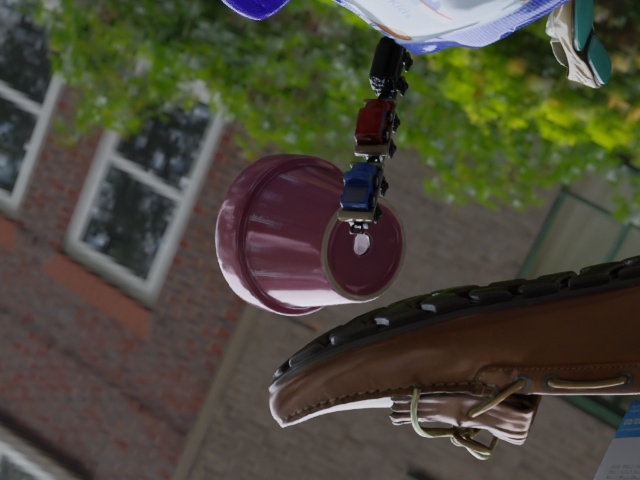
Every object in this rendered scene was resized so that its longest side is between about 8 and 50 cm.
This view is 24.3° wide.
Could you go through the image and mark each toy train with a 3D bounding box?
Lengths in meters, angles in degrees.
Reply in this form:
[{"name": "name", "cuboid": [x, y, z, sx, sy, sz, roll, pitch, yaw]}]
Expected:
[{"name": "toy train", "cuboid": [0.038, -0.075, 1.009, 0.027, 0.036, 0.158, 3, -120, 17]}]

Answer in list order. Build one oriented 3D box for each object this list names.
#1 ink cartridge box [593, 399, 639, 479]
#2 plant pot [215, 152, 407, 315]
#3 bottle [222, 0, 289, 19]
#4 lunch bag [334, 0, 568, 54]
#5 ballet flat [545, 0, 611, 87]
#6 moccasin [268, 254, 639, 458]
[{"name": "ink cartridge box", "cuboid": [0.232, 0.212, 1.031, 0.104, 0.181, 0.061, 42, 153, -19]}, {"name": "plant pot", "cuboid": [0.000, 0.000, 1.809, 0.201, 0.201, 0.180, 6, -176, -37]}, {"name": "bottle", "cuboid": [-0.103, -0.363, 1.690, 0.118, 0.092, 0.283, 41, -162, -37]}, {"name": "lunch bag", "cuboid": [0.055, -0.285, 0.629, 0.328, 0.385, 0.239, 32, -144, -27]}, {"name": "ballet flat", "cuboid": [0.358, -0.290, 2.118, 0.073, 0.080, 0.232, 12, 156, 28]}, {"name": "moccasin", "cuboid": [0.146, 0.104, 1.160, 0.380, 0.147, 0.139, -11, -177, 6]}]
